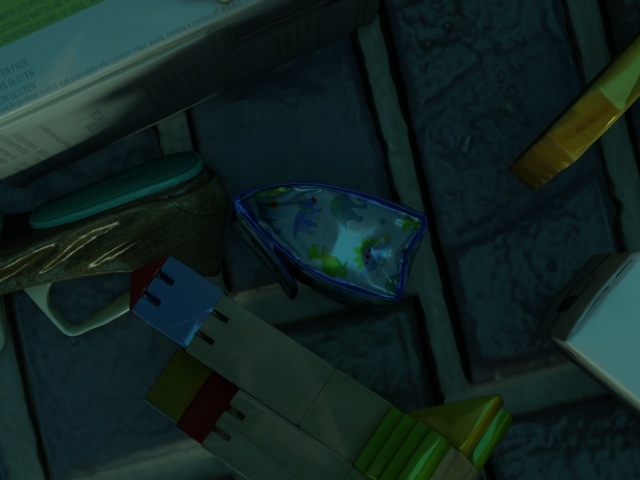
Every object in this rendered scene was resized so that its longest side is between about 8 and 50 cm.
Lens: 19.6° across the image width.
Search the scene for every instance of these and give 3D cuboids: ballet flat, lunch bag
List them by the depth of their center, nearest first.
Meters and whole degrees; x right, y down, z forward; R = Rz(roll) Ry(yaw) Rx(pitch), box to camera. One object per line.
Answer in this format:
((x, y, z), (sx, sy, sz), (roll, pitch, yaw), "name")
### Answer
((0.000, 0.000, 1.481), (0.151, 0.129, 0.096), (21, 82, -1), "lunch bag")
((-0.234, 0.023, 1.487), (0.342, 0.116, 0.124), (-13, 111, 2), "ballet flat")

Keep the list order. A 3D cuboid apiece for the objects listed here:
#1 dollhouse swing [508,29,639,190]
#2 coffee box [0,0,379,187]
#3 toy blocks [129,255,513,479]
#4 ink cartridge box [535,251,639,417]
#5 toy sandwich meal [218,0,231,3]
((0.360, -0.118, 1.390), (0.315, 0.347, 0.305), (29, 85, 0), "dollhouse swing")
((-0.172, -0.269, 1.390), (0.338, 0.337, 0.334), (-25, 87, -2), "coffee box")
((-0.019, 0.136, 1.381), (0.261, 0.381, 0.191), (33, 85, 16), "toy blocks")
((0.262, 0.089, 1.439), (0.158, 0.218, 0.092), (39, 91, 1), "ink cartridge box")
((-0.075, -0.196, 1.207), (0.085, 0.029, 0.086), (0, 87, 2), "toy sandwich meal")
